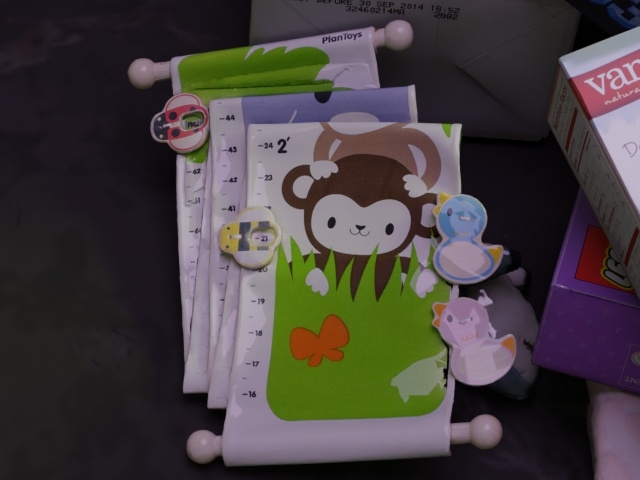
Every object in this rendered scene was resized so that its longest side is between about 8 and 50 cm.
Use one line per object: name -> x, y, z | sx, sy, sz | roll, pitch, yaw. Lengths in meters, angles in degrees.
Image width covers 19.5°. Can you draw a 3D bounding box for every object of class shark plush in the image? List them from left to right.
shark plush -> 0.035, 0.024, 0.920 | 0.161, 0.073, 0.067 | 18, 85, 1

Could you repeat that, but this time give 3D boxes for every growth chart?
growth chart -> 0.000, 0.000, 0.901 | 0.172, 0.021, 0.237 | -13, 67, 10

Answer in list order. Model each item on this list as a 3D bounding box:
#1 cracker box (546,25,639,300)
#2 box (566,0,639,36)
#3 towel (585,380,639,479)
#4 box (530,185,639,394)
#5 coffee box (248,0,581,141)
cracker box -> 0.216, 0.002, 0.790 | 0.156, 0.067, 0.232 | -21, 70, -7
box -> 0.167, -0.236, 0.977 | 0.295, 0.073, 0.293 | 36, 48, -4
towel -> 0.273, 0.180, 0.774 | 0.332, 0.053, 0.317 | 8, 34, -1
box -> 0.233, -0.025, 0.934 | 0.201, 0.057, 0.293 | 16, 42, 8
coffee box -> 0.049, -0.209, 1.047 | 0.168, 0.119, 0.297 | 4, 53, -2
